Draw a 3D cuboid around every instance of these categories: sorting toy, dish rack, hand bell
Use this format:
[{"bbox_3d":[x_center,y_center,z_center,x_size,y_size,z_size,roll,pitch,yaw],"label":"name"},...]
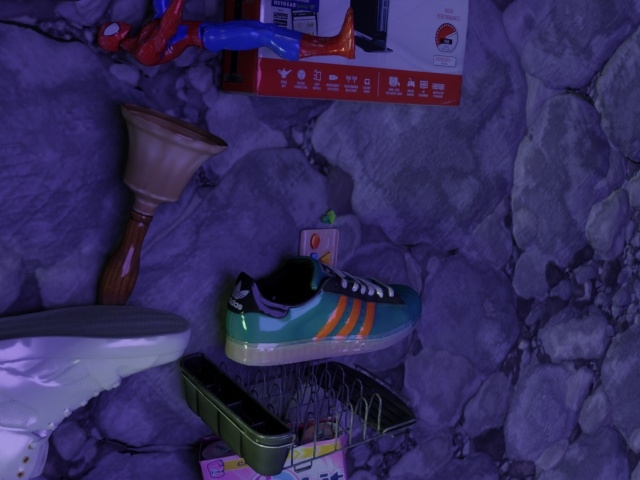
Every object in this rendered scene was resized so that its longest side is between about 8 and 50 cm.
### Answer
[{"bbox_3d":[0.000,0.000,1.207,0.062,0.012,0.083,-2,102,-36],"label":"sorting toy"},{"bbox_3d":[-0.019,0.197,1.122,0.272,0.208,0.074,-8,116,-36],"label":"dish rack"},{"bbox_3d":[-0.206,-0.021,1.011,0.126,0.126,0.242,14,105,-38],"label":"hand bell"}]

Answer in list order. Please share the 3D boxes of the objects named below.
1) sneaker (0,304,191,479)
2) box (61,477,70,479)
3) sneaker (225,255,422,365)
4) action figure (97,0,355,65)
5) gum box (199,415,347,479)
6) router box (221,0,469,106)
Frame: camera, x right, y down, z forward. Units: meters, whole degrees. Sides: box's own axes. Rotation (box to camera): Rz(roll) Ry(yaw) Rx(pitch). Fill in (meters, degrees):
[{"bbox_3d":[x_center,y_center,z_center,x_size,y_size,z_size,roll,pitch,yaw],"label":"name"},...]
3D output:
[{"bbox_3d":[-0.285,0.167,0.963,0.293,0.108,0.169,-5,106,-18],"label":"sneaker"},{"bbox_3d":[-0.244,0.438,1.091,0.293,0.057,0.200,38,78,-36],"label":"box"},{"bbox_3d":[0.017,0.079,1.172,0.302,0.108,0.121,-8,113,-34],"label":"sneaker"},{"bbox_3d":[-0.107,-0.257,0.959,0.281,0.091,0.139,-4,109,3],"label":"action figure"},{"bbox_3d":[-0.053,0.300,1.147,0.189,0.062,0.107,-9,108,-3],"label":"gum box"},{"bbox_3d":[0.043,-0.327,1.123,0.336,0.082,0.301,-4,103,-36],"label":"router box"}]
